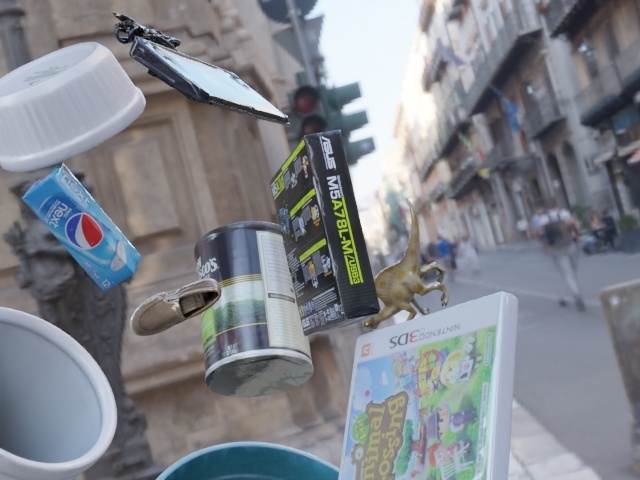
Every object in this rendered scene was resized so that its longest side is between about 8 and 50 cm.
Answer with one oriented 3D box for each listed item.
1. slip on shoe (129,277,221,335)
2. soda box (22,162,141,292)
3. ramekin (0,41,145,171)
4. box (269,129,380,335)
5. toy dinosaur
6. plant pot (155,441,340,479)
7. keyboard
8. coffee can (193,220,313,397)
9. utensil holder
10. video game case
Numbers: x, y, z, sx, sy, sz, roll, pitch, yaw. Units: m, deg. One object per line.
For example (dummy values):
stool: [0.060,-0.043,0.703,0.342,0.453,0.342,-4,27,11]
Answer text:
slip on shoe: [-0.199,0.094,1.320,0.135,0.052,0.041,-22,18,-10]
soda box: [-0.393,-0.020,1.588,0.067,0.210,0.071,-33,20,14]
ramekin: [-0.450,-0.237,1.640,0.272,0.127,0.273,-18,27,10]
box: [0.000,0.000,0.995,0.045,0.184,0.190,-8,-9,-15]
toy dinosaur: [0.111,0.048,1.173,0.092,0.183,0.053,15,19,-18]
plant pot: [-0.079,0.402,1.020,0.271,0.271,0.255,-12,-48,-38]
keyboard: [-0.162,-0.216,1.243,0.033,0.201,0.317,-52,-12,11]
coffee can: [-0.128,0.131,1.805,0.201,0.276,0.202,-7,-29,-4]
utensil holder: [-0.582,0.352,1.590,0.385,0.328,0.327,-46,-16,23]
video game case: [0.084,0.163,0.808,0.023,0.213,0.193,24,-29,-29]
